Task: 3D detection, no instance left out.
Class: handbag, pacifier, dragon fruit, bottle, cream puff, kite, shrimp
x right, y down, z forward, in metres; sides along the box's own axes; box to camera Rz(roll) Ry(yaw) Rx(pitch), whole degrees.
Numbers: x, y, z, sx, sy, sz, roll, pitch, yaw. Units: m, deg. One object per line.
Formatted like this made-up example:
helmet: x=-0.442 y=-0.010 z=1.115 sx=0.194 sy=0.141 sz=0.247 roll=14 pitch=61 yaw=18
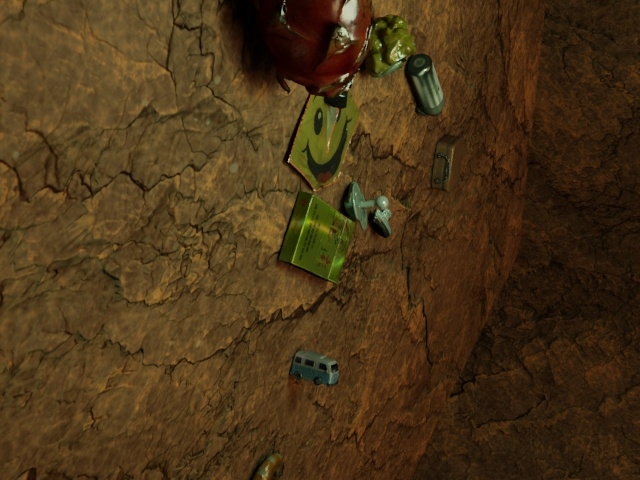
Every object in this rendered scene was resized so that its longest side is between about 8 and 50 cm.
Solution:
handbag: x=0.454 y=-0.273 z=2.580 sx=0.151 sy=0.072 sz=0.194 roll=-29 pitch=131 yaw=-57
pacifier: x=0.126 y=-0.101 z=1.944 sx=0.150 sy=0.116 sz=0.127 roll=58 pitch=27 yaw=-54
dragon fruit: x=-0.012 y=-0.420 z=1.335 sx=0.315 sy=0.250 sz=0.250 roll=90 pitch=25 yaw=-62
bottle: x=0.314 y=-0.457 z=2.174 sx=0.096 sy=0.080 sz=0.254 roll=-35 pitch=152 yaw=5
cream puff: x=0.159 y=-0.483 z=1.796 sx=0.121 sy=0.156 sz=0.156 roll=-13 pitch=127 yaw=-14
kite: x=0.015 y=-0.276 z=1.716 sx=0.377 sy=0.013 sz=0.328 roll=-38 pitch=136 yaw=-53
shrimp: x=-0.142 y=0.635 z=1.896 sx=0.166 sy=0.049 sz=0.161 roll=60 pitch=48 yaw=-67

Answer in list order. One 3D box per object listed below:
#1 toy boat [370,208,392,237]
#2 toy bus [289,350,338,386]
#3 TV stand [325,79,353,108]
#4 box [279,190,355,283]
toy boat: x=0.185 y=-0.060 z=2.148 sx=0.066 sy=0.059 sz=0.140 roll=-56 pitch=150 yaw=-11
toy bus: x=-0.012 y=0.333 z=1.890 sx=0.060 sy=0.122 sz=0.075 roll=-1 pitch=102 yaw=-65
TV stand: x=0.064 y=-0.439 z=1.686 sx=0.049 sy=0.040 sz=0.257 roll=12 pitch=92 yaw=-65
box: x=0.000 y=0.000 z=1.812 sx=0.311 sy=0.043 sz=0.173 roll=31 pitch=75 yaw=-65
